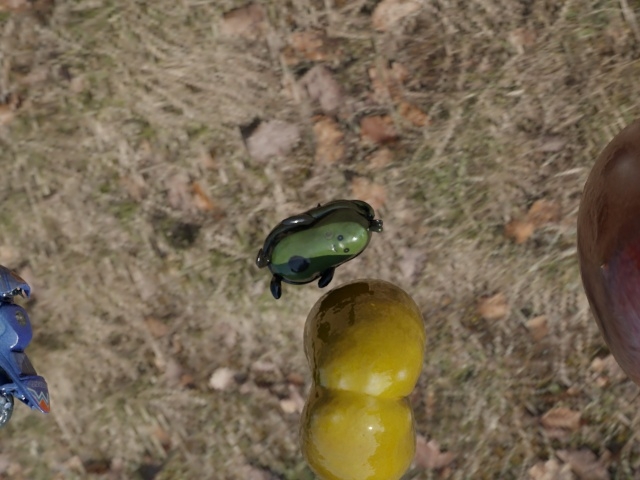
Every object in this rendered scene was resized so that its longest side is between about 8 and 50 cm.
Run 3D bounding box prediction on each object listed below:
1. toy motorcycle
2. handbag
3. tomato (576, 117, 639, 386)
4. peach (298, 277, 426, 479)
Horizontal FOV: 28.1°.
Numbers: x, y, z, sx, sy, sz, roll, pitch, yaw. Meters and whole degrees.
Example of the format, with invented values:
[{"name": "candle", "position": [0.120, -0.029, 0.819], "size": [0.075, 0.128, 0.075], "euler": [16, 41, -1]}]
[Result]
[{"name": "toy motorcycle", "position": [-0.352, 0.102, 1.364], "size": [0.114, 0.076, 0.205], "euler": [-22, 73, 17]}, {"name": "handbag", "position": [0.000, 0.000, 1.078], "size": [0.111, 0.047, 0.072], "euler": [-25, 114, 10]}, {"name": "tomato", "position": [0.197, 0.011, 0.598], "size": [0.167, 0.167, 0.167], "euler": [10, 110, 30]}, {"name": "peach", "position": [0.034, 0.119, 1.055], "size": [0.103, 0.179, 0.179], "euler": [2, 108, 4]}]
